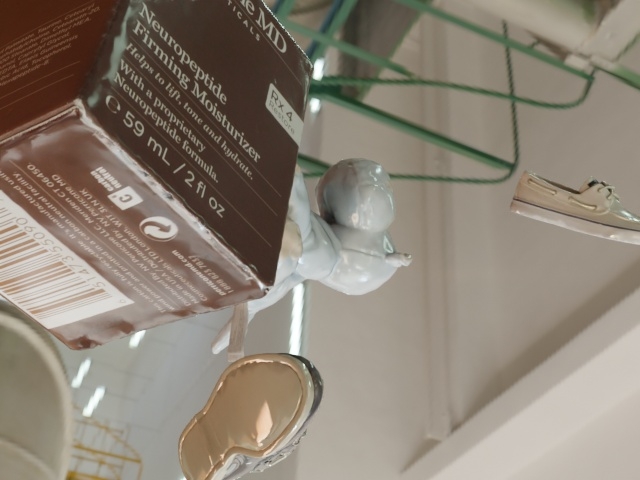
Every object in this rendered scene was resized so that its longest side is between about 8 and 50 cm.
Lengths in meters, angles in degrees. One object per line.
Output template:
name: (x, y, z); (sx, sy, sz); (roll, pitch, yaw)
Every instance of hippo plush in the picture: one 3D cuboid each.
hippo plush: (0.000, 0.000, 1.197); (0.234, 0.237, 0.294); (178, -89, -72)

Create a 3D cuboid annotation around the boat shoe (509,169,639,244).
boat shoe: (0.170, -0.022, 0.605); (0.100, 0.035, 0.035); (18, -81, 28)

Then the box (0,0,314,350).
box: (-0.126, -0.070, 0.601); (0.167, 0.168, 0.203); (-18, -136, 30)

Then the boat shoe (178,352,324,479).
boat shoe: (-0.045, 0.138, 0.747); (0.206, 0.065, 0.075); (-46, -121, 47)
